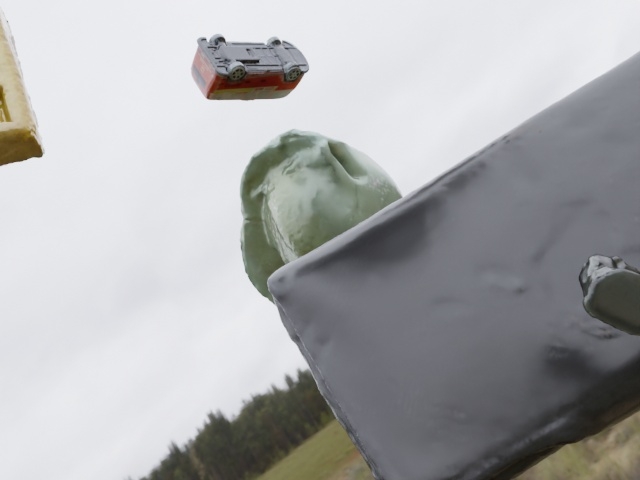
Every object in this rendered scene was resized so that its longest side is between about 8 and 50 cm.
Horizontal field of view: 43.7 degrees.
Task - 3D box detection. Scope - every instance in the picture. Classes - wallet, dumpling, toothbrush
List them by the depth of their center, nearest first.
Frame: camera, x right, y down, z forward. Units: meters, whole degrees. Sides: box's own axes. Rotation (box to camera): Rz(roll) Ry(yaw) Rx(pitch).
[{"bbox_3d":[0.258,0.075,0.403,0.031,0.297,0.030,-87,23,-63],"label":"toothbrush"},{"bbox_3d":[0.165,0.007,0.502,0.377,0.197,0.051,-32,-24,-1],"label":"wallet"},{"bbox_3d":[0.019,-0.010,1.224,0.270,0.321,0.212,-17,-2,-12],"label":"dumpling"}]

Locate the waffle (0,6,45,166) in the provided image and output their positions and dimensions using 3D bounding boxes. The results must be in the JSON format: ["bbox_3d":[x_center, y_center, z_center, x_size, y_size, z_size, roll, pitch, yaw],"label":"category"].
[{"bbox_3d":[-0.439,-0.164,0.841,0.247,0.221,0.055,-12,-31,-25],"label":"waffle"}]

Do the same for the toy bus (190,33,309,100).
[{"bbox_3d":[-0.103,-0.249,1.168,0.174,0.079,0.077,-10,-34,-40],"label":"toy bus"}]
